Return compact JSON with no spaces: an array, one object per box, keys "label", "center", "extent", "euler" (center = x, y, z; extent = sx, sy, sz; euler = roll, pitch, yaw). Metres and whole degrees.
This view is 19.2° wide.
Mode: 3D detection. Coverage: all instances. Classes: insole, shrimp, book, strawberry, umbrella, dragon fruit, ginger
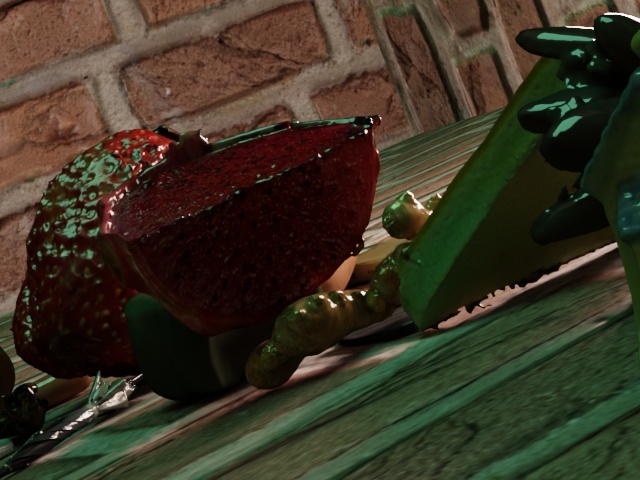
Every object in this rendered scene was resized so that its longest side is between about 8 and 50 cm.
[{"label":"insole","center":[0.064,0.060,1.687],"extent":[0.110,0.012,0.309],"euler":[-23,5,1]},{"label":"shrimp","center":[-0.328,0.171,1.771],"extent":[0.148,0.035,0.195],"euler":[-6,-15,-15]},{"label":"book","center":[0.131,-0.001,1.982],"extent":[0.161,0.026,0.231],"euler":[-25,6,-29]},{"label":"strawberry","center":[-0.184,0.032,1.879],"extent":[0.239,0.250,0.288],"euler":[14,29,12]},{"label":"umbrella","center":[-0.218,0.156,1.709],"extent":[0.044,0.044,0.269],"euler":[-51,-9,29]},{"label":"dragon fruit","center":[-0.074,-0.015,1.579],"extent":[0.274,0.126,0.161],"euler":[-28,28,-29]},{"label":"ginger","center":[0.034,0.045,1.546],"extent":[0.176,0.052,0.193],"euler":[2,-51,-53]}]

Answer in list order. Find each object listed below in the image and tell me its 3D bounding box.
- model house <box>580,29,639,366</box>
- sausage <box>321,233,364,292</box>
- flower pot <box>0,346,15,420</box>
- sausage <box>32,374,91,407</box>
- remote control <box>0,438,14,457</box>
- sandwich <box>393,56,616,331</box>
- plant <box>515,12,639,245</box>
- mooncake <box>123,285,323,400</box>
[{"label":"model house","center":[0.249,-0.046,1.026],"extent":[0.195,0.189,0.214],"euler":[-20,3,40]},{"label":"sausage","center":[0.000,0.001,1.973],"extent":[0.086,0.086,0.289],"euler":[-21,15,12]},{"label":"flower pot","center":[-0.405,0.146,1.931],"extent":[0.191,0.190,0.173],"euler":[-24,19,-31]},{"label":"sausage","center":[-0.282,0.157,1.995],"extent":[0.083,0.034,0.034],"euler":[-25,6,-24]},{"label":"remote control","center":[-0.336,0.210,1.732],"extent":[0.053,0.017,0.124],"euler":[-19,3,35]},{"label":"sandwich","center":[0.169,-0.060,1.485],"extent":[0.245,0.212,0.063],"euler":[-24,50,-25]},{"label":"plant","center":[0.281,-0.096,1.277],"extent":[0.321,0.181,0.194],"euler":[-10,50,28]},{"label":"mooncake","center":[-0.080,0.071,1.660],"extent":[0.175,0.104,0.168],"euler":[-19,4,-7]}]
